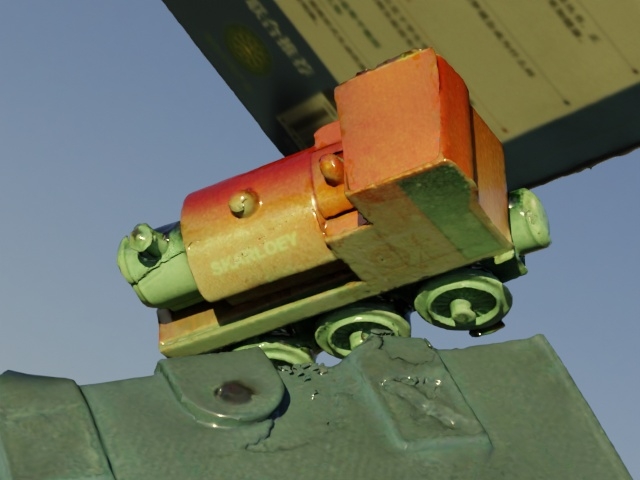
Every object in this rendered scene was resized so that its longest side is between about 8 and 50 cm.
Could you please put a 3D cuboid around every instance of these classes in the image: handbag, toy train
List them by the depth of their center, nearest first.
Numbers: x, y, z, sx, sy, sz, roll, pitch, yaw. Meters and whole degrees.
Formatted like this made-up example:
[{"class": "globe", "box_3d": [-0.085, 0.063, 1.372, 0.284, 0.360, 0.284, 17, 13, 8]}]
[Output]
[{"class": "handbag", "box_3d": [-0.015, 0.094, 0.532, 0.229, 0.179, 0.062, -2, -52, -19]}, {"class": "toy train", "box_3d": [0.000, 0.000, 0.743, 0.176, 0.074, 0.118, -18, -40, 23]}]

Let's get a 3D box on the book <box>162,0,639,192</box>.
[{"class": "book", "box_3d": [0.050, -0.156, 0.830, 0.300, 0.039, 0.428, 52, -32, -11]}]
